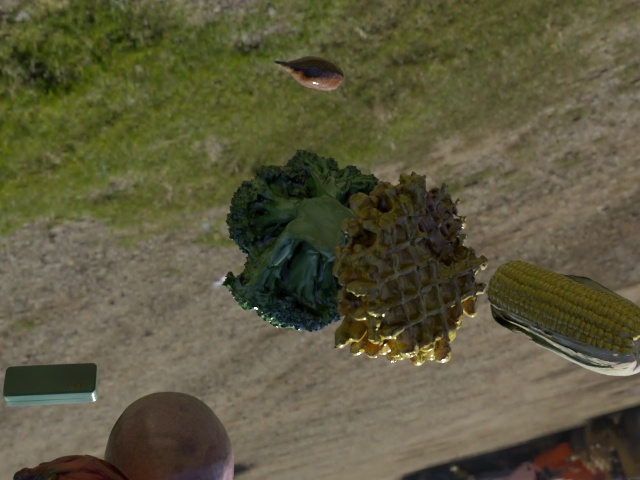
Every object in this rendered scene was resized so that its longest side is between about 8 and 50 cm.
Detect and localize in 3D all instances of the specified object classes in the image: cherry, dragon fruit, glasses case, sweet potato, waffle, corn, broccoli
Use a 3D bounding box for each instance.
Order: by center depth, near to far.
[{"bbox_3d":[0.095,0.028,0.943,0.193,0.197,0.070,15,172,-41],"label":"waffle"},{"bbox_3d":[-0.316,0.368,1.197,0.172,0.172,0.209,-15,129,5],"label":"dragon fruit"},{"bbox_3d":[0.000,0.000,1.265,0.269,0.261,0.241,20,165,5],"label":"broccoli"},{"bbox_3d":[-0.021,-0.248,1.339,0.117,0.049,0.049,7,154,-41],"label":"sweet potato"},{"bbox_3d":[-0.225,0.359,1.424,0.206,0.239,0.239,3,156,-34],"label":"cherry"},{"bbox_3d":[0.407,0.123,1.521,0.122,0.123,0.305,-4,-158,-38],"label":"corn"},{"bbox_3d":[-0.554,0.296,1.888,0.184,0.077,0.039,-2,136,-9],"label":"glasses case"}]

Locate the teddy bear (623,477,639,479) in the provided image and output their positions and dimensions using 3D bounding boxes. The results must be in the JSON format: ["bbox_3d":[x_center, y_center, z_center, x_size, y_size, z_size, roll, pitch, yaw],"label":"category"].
[{"bbox_3d":[0.250,0.242,0.512,0.246,0.296,0.222,-38,178,-12],"label":"teddy bear"}]
